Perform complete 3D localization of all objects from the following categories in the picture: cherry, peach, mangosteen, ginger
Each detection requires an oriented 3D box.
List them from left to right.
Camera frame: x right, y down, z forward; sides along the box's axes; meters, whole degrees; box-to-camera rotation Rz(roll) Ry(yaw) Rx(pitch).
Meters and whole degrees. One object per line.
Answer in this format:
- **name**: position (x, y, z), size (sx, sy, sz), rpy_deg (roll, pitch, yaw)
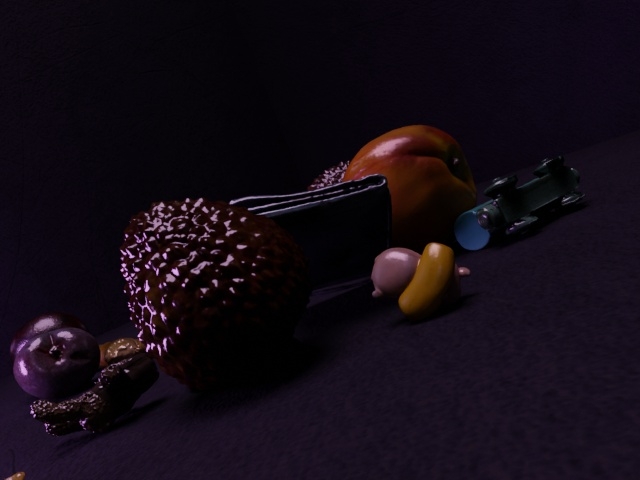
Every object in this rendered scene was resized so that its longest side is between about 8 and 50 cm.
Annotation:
- **mangosteen**: position (-0.667, 0.283, 1.421), size (0.194, 0.194, 0.230), rpy_deg (-22, 28, -1)
- **cherry**: position (-0.557, 0.265, 1.223), size (0.176, 0.140, 0.176), rpy_deg (-27, -20, -11)
- **ginger**: position (-0.479, 0.263, 1.342), size (0.118, 0.065, 0.299), rpy_deg (-7, -7, -41)
- **peach**: position (0.156, -0.083, 1.103), size (0.281, 0.238, 0.281), rpy_deg (0, -32, 0)

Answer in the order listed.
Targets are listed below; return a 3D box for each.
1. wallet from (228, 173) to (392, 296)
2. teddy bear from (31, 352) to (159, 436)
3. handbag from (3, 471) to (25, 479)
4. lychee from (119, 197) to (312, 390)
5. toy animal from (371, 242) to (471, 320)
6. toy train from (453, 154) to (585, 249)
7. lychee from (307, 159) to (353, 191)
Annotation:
- **wallet**: position (0.000, 0.000, 0.950), size (0.237, 0.075, 0.342), rpy_deg (-11, -26, 3)
- **teddy bear**: position (-0.287, 0.214, 0.766), size (0.160, 0.078, 0.119), rpy_deg (-30, -29, -23)
- **handbag**: position (-0.314, 0.258, 0.556), size (0.061, 0.027, 0.083), rpy_deg (-22, 4, -22)
- **lychee**: position (-0.130, 0.062, 0.723), size (0.236, 0.271, 0.236), rpy_deg (-43, -13, -12)
- **toy animal**: position (0.122, 0.055, 0.703), size (0.114, 0.091, 0.082), rpy_deg (-5, -17, 34)
- **toy train**: position (0.341, -0.060, 1.004), size (0.248, 0.101, 0.159), rpy_deg (-22, -11, -31)
- **lychee**: position (0.068, -0.059, 1.402), size (0.267, 0.267, 0.267), rpy_deg (-22, 3, 1)
